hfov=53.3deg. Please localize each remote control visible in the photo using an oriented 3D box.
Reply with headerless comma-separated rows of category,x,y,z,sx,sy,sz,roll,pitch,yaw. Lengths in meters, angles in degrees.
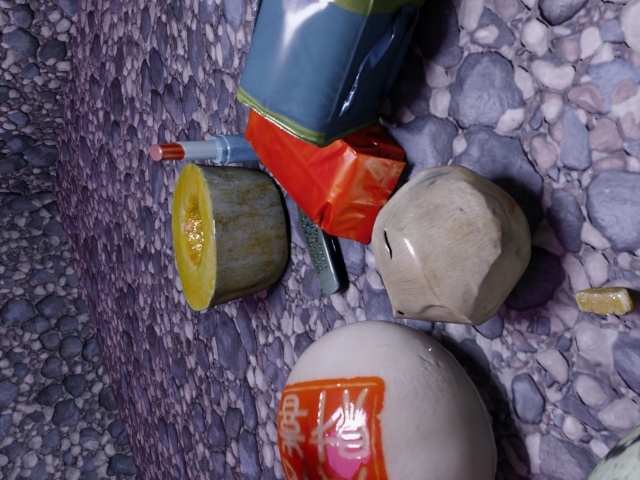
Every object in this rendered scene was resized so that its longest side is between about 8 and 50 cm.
remote control,0.000,0.000,1.272,0.072,0.042,0.222,-38,65,52

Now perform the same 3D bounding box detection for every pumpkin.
pumpkin,-0.208,-0.010,1.464,0.332,0.199,0.333,1,92,61

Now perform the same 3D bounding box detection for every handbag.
handbag,0.015,-0.310,0.983,0.222,0.263,0.241,35,126,16

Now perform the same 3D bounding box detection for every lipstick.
lipstick,-0.223,-0.192,1.351,0.068,0.274,0.061,42,130,44

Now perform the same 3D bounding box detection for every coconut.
coconut,0.167,0.017,0.861,0.224,0.224,0.224,18,112,53

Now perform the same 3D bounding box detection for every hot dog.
hot dog,0.352,0.071,0.774,0.090,0.034,0.030,164,86,-75

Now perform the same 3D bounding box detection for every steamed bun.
steamed bun,0.071,0.314,0.990,0.374,0.241,0.375,10,102,52

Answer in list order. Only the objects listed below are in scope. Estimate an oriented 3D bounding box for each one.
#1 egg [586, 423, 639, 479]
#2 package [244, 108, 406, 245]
egg,0.382,0.282,0.550,0.288,0.287,0.379,58,146,30
package,-0.015,-0.189,1.181,0.424,0.123,0.196,53,136,34
